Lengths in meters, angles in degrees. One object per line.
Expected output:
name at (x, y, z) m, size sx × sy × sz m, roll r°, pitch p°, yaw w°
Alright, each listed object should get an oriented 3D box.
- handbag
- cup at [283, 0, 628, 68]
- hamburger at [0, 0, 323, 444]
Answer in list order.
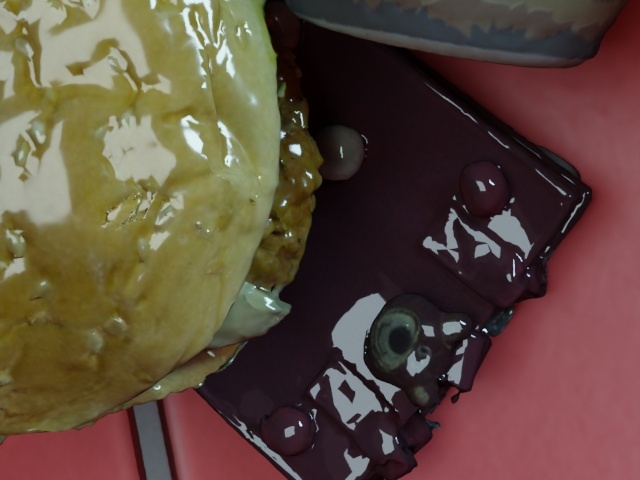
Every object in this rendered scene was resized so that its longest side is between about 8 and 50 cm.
handbag at (-0.002, 0.000, 0.686) m, size 0.216 × 0.074 × 0.203 m, roll 42°, pitch 109°, yaw 20°
cup at (0.030, -0.214, 0.570) m, size 0.301 × 0.227 × 0.257 m, roll 12°, pitch 102°, yaw 3°
hamburger at (-0.146, -0.042, 0.613) m, size 0.283 × 0.144 × 0.259 m, roll -14°, pitch 82°, yaw 5°
